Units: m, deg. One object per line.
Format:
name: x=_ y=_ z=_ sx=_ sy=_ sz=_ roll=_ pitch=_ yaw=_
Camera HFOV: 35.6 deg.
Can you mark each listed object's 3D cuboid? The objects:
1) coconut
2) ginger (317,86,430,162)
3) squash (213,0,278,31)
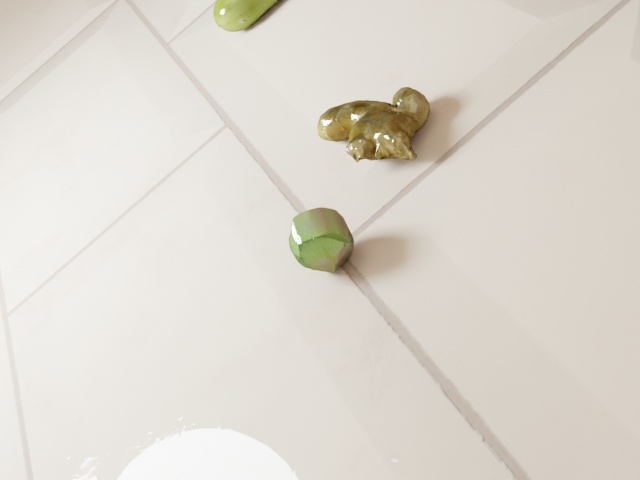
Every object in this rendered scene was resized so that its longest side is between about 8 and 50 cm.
coconut: x=0.000 y=0.000 z=1.208 sx=0.081 sy=0.083 sz=0.082 roll=-111 pitch=36 yaw=-47
ginger: x=0.061 y=-0.149 z=1.340 sx=0.214 sy=0.059 sz=0.133 roll=-1 pitch=46 yaw=43
squash: x=-0.100 y=-0.486 z=1.878 sx=0.250 sy=0.083 sz=0.083 roll=-43 pitch=33 yaw=-6
